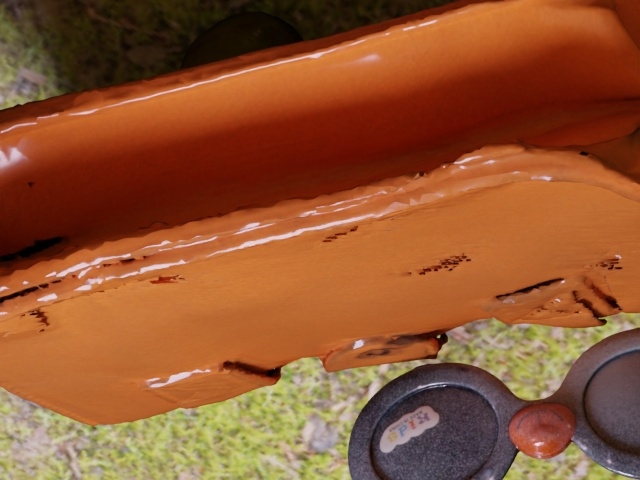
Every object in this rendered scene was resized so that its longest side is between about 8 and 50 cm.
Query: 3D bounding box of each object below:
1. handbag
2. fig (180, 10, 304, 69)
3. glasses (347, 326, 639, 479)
[{"bbox_3d":[0.000,0.000,1.046,0.410,0.116,0.303,-13,159,16],"label":"handbag"},{"bbox_3d":[-0.049,-0.088,1.102,0.098,0.082,0.084,4,163,22],"label":"fig"},{"bbox_3d":[0.156,0.164,1.175,0.234,0.118,0.268,-13,146,10],"label":"glasses"}]
